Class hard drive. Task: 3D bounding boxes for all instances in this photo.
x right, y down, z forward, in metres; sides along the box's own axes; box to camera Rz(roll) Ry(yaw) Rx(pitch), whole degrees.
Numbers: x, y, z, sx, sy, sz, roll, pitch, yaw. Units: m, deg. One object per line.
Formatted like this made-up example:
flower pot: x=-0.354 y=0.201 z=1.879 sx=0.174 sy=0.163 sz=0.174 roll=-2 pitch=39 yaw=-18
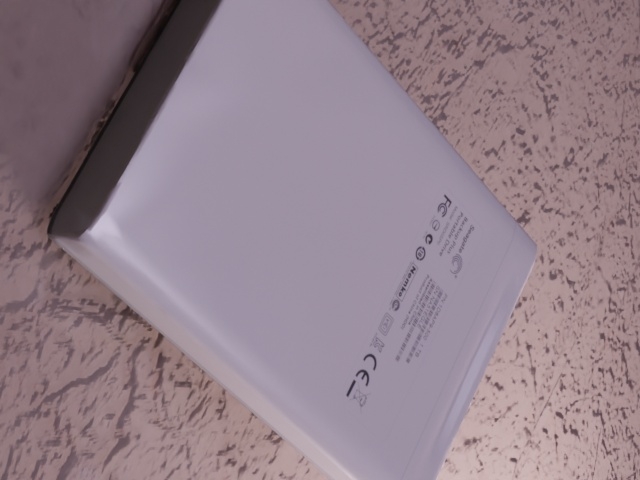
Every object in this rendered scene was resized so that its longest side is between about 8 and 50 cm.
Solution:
hard drive: x=0.000 y=0.000 z=1.182 sx=0.353 sy=0.047 sz=0.233 roll=45 pitch=62 yaw=-39
